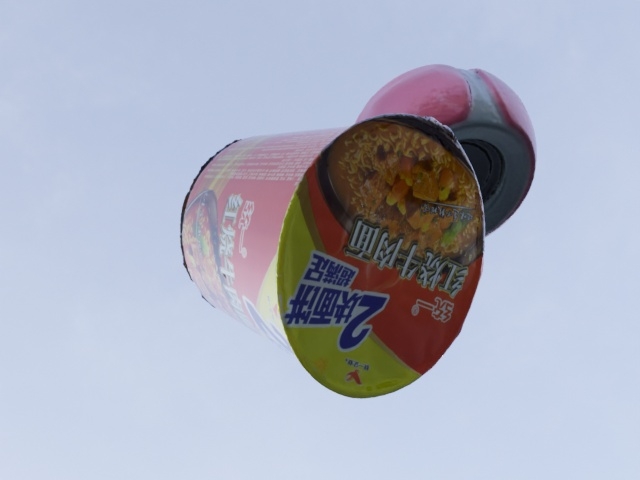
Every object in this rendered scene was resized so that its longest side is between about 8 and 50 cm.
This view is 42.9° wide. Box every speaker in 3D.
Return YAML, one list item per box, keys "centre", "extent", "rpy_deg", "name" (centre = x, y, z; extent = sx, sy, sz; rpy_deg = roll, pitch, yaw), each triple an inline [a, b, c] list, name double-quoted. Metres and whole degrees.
- centre: [0.177, -0.128, 1.252]
  extent: [0.294, 0.294, 0.294]
  rpy_deg: [-12, -56, -18]
  name: "speaker"

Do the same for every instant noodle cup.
- centre: [0.000, 0.000, 0.653]
  extent: [0.213, 0.174, 0.213]
  rpy_deg: [-9, -75, -38]
  name: "instant noodle cup"
